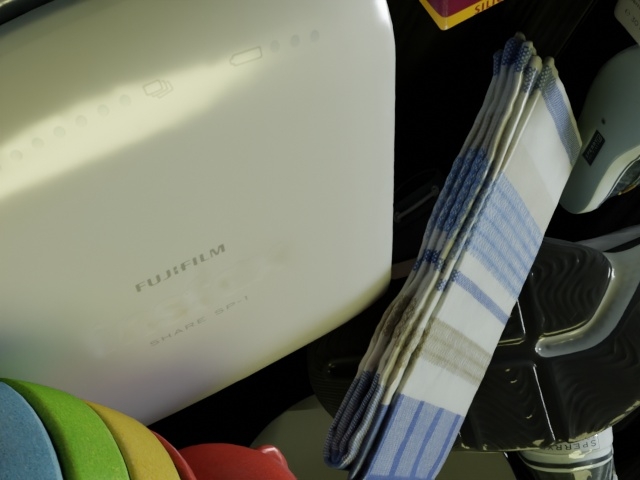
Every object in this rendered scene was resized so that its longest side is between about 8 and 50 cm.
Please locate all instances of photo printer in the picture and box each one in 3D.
[{"bbox_3d":[-0.085,-0.022,0.545,0.256,0.107,0.307,-26,153,-12],"label":"photo printer"}]

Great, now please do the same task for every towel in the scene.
[{"bbox_3d":[0.096,0.027,0.739,0.285,0.034,0.209,-66,157,-3],"label":"towel"}]

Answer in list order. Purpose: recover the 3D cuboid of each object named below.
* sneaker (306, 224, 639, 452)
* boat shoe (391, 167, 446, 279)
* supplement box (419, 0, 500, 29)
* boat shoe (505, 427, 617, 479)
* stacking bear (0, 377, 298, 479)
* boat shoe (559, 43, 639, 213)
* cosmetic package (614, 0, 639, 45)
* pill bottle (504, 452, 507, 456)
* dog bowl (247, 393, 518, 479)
[{"bbox_3d":[0.209,0.081,0.966,0.448,0.169,0.257,-12,169,-4],"label":"sneaker"},{"bbox_3d":[0.000,0.000,0.750,0.206,0.075,0.064,-15,107,-21],"label":"boat shoe"},{"bbox_3d":[0.072,-0.189,0.456,0.104,0.080,0.188,-28,153,-8],"label":"supplement box"},{"bbox_3d":[0.213,0.182,1.069,0.121,0.119,0.335,-2,-173,11],"label":"boat shoe"},{"bbox_3d":[-0.115,0.140,0.503,0.164,0.175,0.289,-11,162,42],"label":"stacking bear"},{"bbox_3d":[0.236,-0.090,0.824,0.083,0.065,0.183,-20,159,-22],"label":"boat shoe"},{"bbox_3d":[0.292,-0.216,0.607,0.160,0.113,0.309,-23,153,-17],"label":"cosmetic package"},{"bbox_3d":[0.224,0.267,1.345,0.222,0.124,0.124,3,137,-48],"label":"pill bottle"},{"bbox_3d":[0.049,0.262,0.995,0.265,0.265,0.104,-28,151,-7],"label":"dog bowl"}]
